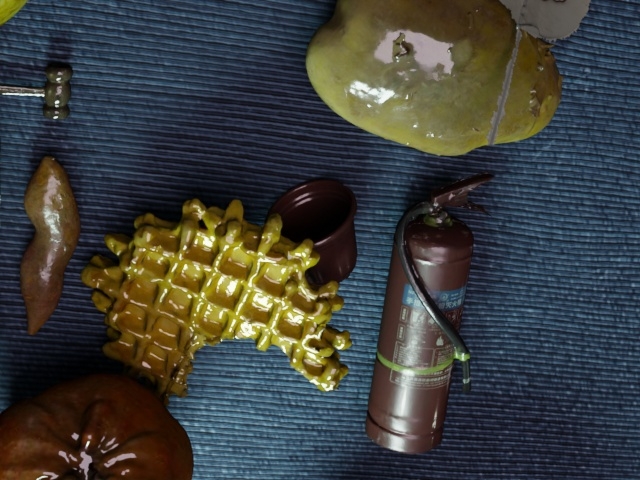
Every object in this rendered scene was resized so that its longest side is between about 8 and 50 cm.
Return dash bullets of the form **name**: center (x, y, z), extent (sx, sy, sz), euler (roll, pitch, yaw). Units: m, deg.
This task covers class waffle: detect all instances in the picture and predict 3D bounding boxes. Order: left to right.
- **waffle**: center (-0.121, 0.074, 1.668), extent (0.293, 0.069, 0.260), euler (-11, 119, 18)

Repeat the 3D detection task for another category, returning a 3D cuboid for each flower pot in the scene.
- **flower pot**: center (0.000, 0.000, 1.709), extent (0.111, 0.111, 0.089), euler (-24, 130, -2)

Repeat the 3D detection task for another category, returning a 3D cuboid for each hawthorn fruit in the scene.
- **hawthorn fruit**: center (-0.262, 0.273, 1.664), extent (0.258, 0.262, 0.258), euler (13, 67, -33)

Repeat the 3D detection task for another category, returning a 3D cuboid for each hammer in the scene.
- **hammer**: center (-0.408, -0.166, 1.575), extent (0.292, 0.029, 0.058), euler (3, 111, -13)

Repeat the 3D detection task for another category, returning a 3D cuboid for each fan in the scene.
- **fan**: center (0.214, -0.245, 1.589), extent (0.190, 0.009, 0.329), euler (29, 67, -36)

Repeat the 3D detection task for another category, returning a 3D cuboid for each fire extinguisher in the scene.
- **fire extinguisher**: center (0.134, 0.082, 1.775), extent (0.141, 0.105, 0.341), euler (-5, 116, -28)

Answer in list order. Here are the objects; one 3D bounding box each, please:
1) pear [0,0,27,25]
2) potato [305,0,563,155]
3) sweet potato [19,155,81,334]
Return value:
- **pear**: center (-0.393, -0.298, 1.391), extent (0.283, 0.283, 0.284), euler (-5, 115, -11)
- **potato**: center (0.132, -0.190, 1.631), extent (0.296, 0.141, 0.192), euler (13, 110, -21)
- **sweet potato**: center (-0.299, 0.008, 1.663), extent (0.065, 0.051, 0.218), euler (1, 114, -18)
